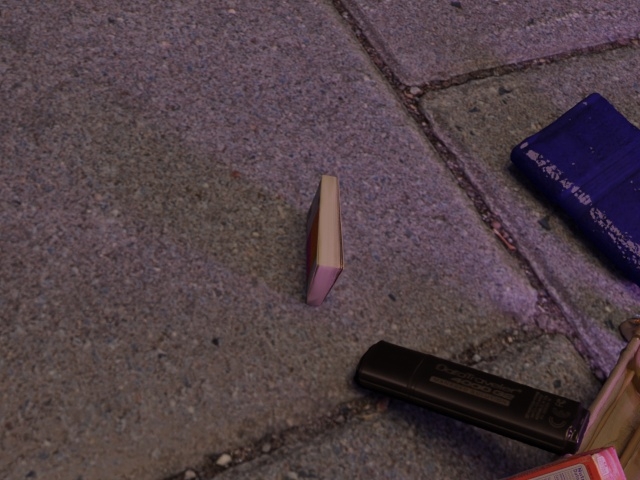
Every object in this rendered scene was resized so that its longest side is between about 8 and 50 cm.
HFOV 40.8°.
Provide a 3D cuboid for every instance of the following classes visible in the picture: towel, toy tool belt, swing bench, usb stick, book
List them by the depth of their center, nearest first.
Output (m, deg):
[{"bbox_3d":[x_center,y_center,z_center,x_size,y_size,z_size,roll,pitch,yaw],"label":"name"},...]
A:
[{"bbox_3d":[0.172,0.182,1.018,0.277,0.045,0.077,14,37,27],"label":"usb stick"},{"bbox_3d":[0.433,0.275,1.023,0.254,0.165,0.253,22,47,32],"label":"swing bench"},{"bbox_3d":[0.000,0.000,1.129,0.035,0.096,0.144,8,54,-12],"label":"book"},{"bbox_3d":[0.473,0.117,1.229,0.083,0.051,0.052,-16,62,-28],"label":"toy tool belt"},{"bbox_3d":[0.468,-0.076,1.360,0.227,0.076,0.308,-33,71,-26],"label":"towel"}]

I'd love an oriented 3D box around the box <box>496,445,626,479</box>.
[{"bbox_3d":[0.268,0.371,0.849,0.142,0.154,0.300,18,50,-61],"label":"box"}]
